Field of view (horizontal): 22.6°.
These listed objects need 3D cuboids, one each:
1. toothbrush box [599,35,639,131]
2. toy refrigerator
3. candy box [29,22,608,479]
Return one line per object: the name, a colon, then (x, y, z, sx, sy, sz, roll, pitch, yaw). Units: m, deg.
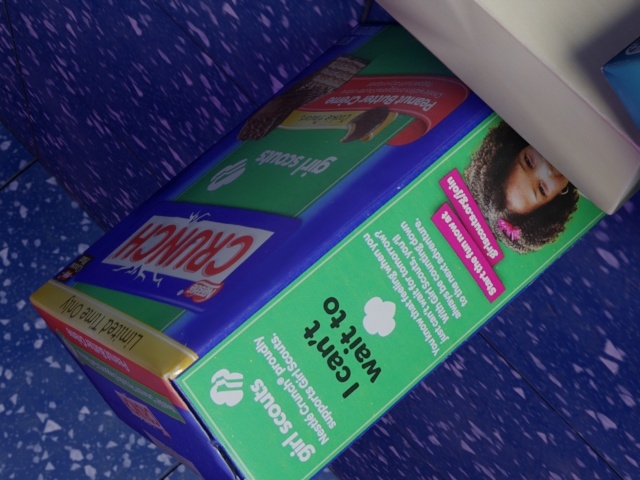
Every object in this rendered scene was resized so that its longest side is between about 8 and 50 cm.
toothbrush box: (0.271, -0.023, 0.578, 0.216, 0.126, 0.295, 56, 162, -13)
toy refrigerator: (0.091, -0.147, 0.820, 0.269, 0.102, 0.094, 44, 164, 13)
candy box: (0.000, 0.000, 1.013, 0.122, 0.317, 0.268, 55, 163, -23)
